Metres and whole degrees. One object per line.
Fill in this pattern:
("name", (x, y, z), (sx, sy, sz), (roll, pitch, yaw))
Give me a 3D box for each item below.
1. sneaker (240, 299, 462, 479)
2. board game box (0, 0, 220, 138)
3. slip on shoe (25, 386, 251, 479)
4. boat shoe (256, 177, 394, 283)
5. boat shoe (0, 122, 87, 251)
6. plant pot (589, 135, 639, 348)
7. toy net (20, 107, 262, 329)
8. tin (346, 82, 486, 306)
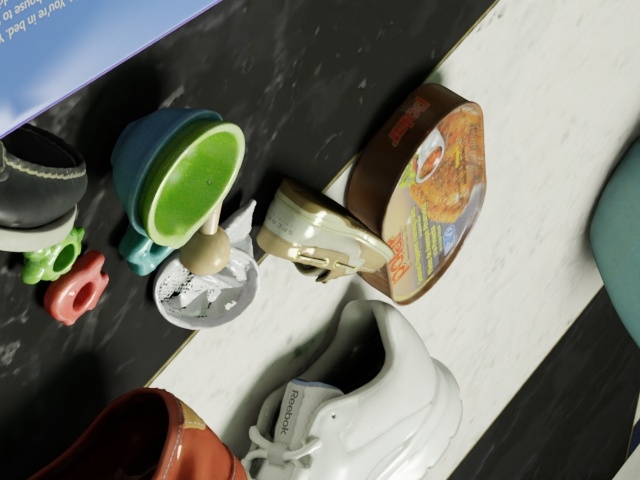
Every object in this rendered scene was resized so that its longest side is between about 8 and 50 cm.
("sneaker", (-0.017, 0.163, 1.262), (0.297, 0.111, 0.129), (-59, 142, -29))
("board game box", (-0.049, -0.199, 0.596), (0.347, 0.078, 0.233), (-38, 135, -41))
("slip on shoe", (-0.171, 0.193, 0.967), (0.331, 0.123, 0.101), (-40, 122, -27))
("boat shoe", (0.000, 0.000, 1.131), (0.045, 0.050, 0.135), (-53, 151, 5))
("boat shoe", (-0.142, -0.049, 0.687), (0.079, 0.084, 0.233), (-58, 156, 4))
("plant pot", (0.354, -0.006, 1.693), (0.290, 0.195, 0.290), (-46, 157, -26))
("toy net", (-0.072, 0.011, 0.982), (0.122, 0.045, 0.232), (-54, 159, -8))
("tin", (0.062, -0.028, 1.242), (0.106, 0.040, 0.190), (-54, 159, -20))
